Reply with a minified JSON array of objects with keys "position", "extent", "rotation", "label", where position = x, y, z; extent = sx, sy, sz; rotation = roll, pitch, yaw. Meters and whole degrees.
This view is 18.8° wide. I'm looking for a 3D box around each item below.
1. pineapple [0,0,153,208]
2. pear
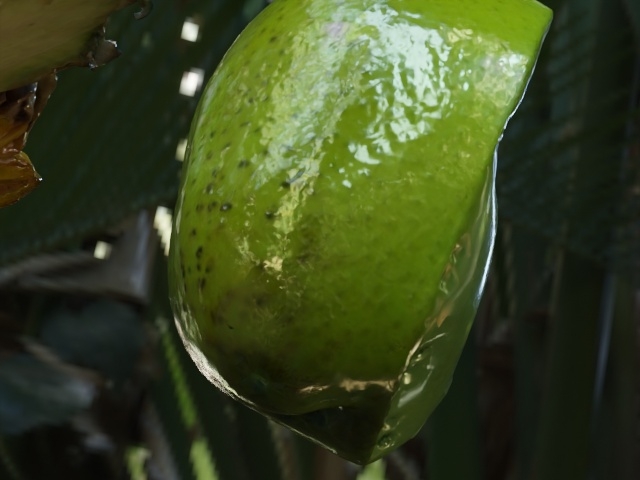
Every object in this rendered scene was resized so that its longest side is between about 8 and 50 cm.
[{"position":[-0.125,-0.086,0.416],"extent":[0.164,0.140,0.250],"rotation":[-22,-16,31],"label":"pineapple"},{"position":[0.000,0.000,1.336],"extent":[0.238,0.318,0.342],"rotation":[21,-49,3],"label":"pear"}]
